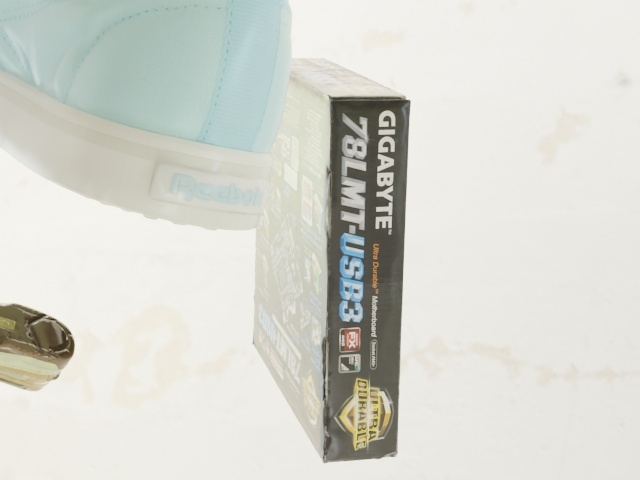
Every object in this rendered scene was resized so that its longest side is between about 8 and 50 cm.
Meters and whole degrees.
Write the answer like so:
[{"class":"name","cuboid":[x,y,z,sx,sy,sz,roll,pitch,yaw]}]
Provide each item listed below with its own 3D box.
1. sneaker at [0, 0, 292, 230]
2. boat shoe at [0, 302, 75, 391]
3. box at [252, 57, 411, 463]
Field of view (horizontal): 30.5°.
[{"class":"sneaker","cuboid":[-0.130,-0.122,0.612,0.366,0.135,0.150,25,-80,43]},{"class":"boat shoe","cuboid":[-0.289,0.072,0.902,0.072,0.190,0.068,-50,-157,29]},{"class":"box","cuboid":[0.000,0.000,1.026,0.073,0.293,0.295,-3,-166,-13]}]
